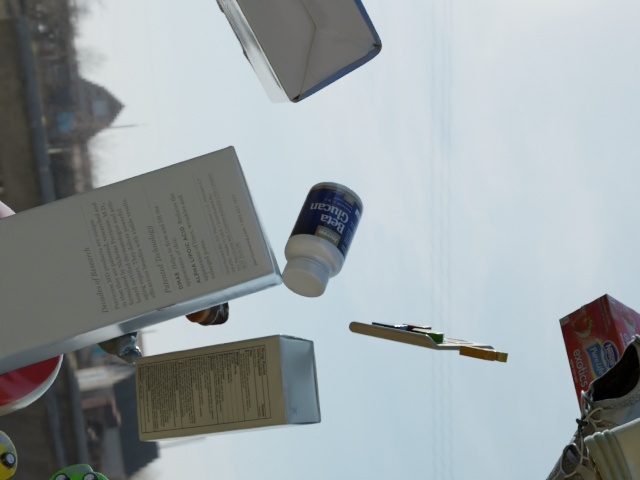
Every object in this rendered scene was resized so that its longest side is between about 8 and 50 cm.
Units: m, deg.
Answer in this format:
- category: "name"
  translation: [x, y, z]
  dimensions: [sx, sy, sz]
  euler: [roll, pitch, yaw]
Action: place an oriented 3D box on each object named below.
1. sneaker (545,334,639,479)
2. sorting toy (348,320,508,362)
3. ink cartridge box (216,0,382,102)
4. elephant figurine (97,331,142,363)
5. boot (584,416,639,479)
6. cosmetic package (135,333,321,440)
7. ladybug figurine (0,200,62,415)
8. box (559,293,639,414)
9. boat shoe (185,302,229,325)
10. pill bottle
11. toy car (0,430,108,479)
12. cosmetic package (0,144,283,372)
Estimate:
- category: "sneaker"
  translation: [0.377, 0.246, 1.240]
  dimensions: [0.281, 0.115, 0.105]
  euler: [-56, -158, 2]
- category: "sorting toy"
  translation: [0.237, 0.193, 1.787]
  dimensions: [0.307, 0.229, 0.041]
  euler: [7, -95, 43]
- category: "ink cartridge box"
  translation: [-0.064, -0.351, 1.344]
  dimensions: [0.270, 0.151, 0.395]
  euler: [62, -5, -11]
- category: "elephant figurine"
  translation: [-0.375, 0.112, 1.862]
  dimensions: [0.169, 0.239, 0.186]
  euler: [31, -4, 34]
- category: "boot"
  translation: [0.404, 0.263, 1.067]
  dimensions: [0.213, 0.165, 0.077]
  euler: [56, 9, -36]
- category: "cosmetic package"
  translation: [-0.161, 0.258, 1.576]
  dimensions: [0.129, 0.296, 0.153]
  euler: [20, 63, -61]
- category: "ladybug figurine"
  translation: [-0.530, 0.106, 1.440]
  dimensions: [0.305, 0.162, 0.449]
  euler: [-58, 149, -39]
- category: "box"
  translation: [0.567, 0.250, 1.764]
  dimensions: [0.123, 0.128, 0.257]
  euler: [-37, -139, 36]
- category: "boat shoe"
  translation: [-0.201, 0.043, 1.476]
  dimensions: [0.073, 0.073, 0.207]
  euler: [-29, -113, 30]
- category: "pill bottle"
  translation: [0.000, 0.000, 1.398]
  dimensions: [0.094, 0.094, 0.169]
  euler: [105, 5, -55]
- category: "toy car"
  translation: [-0.410, 0.362, 1.351]
  dimensions: [0.053, 0.225, 0.239]
  euler: [-81, 169, -60]
- category: "cosmetic package"
  translation: [-0.251, 0.034, 1.064]
  dimensions: [0.217, 0.385, 0.156]
  euler: [85, -14, -83]
